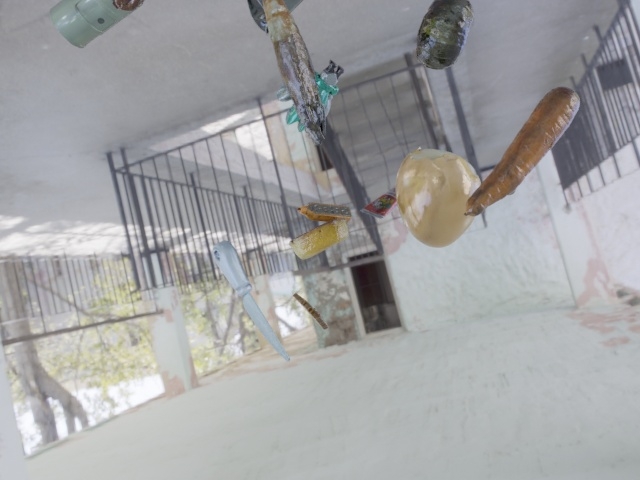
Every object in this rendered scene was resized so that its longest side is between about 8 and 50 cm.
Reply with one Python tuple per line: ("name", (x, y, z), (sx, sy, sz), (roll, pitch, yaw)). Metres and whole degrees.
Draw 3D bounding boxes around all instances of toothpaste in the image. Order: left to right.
("toothpaste", (0.235, -0.134, 1.735), (0.089, 0.057, 0.234), (24, -132, 38))

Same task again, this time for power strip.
("power strip", (0.013, -0.081, 1.546), (0.178, 0.049, 0.028), (4, 146, -28))

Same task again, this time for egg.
("egg", (0.281, -0.104, 1.297), (0.201, 0.244, 0.201), (1, -174, 0))

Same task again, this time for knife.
("knife", (-0.170, 0.152, 1.305), (0.044, 0.331, 0.080), (-29, 180, -36))

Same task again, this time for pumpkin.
("pumpkin", (0.301, -0.512, 1.280), (0.119, 0.183, 0.107), (22, 172, 6))

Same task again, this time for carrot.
("carrot", (0.296, -0.125, 0.794), (0.248, 0.059, 0.059), (-51, 175, -1))

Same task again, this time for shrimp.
("shrimp", (-0.061, -0.382, 1.188), (0.071, 0.365, 0.233), (-20, -175, -1))

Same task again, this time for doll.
("doll", (-0.017, -0.497, 1.872), (0.258, 0.195, 0.153), (-26, -147, 8))

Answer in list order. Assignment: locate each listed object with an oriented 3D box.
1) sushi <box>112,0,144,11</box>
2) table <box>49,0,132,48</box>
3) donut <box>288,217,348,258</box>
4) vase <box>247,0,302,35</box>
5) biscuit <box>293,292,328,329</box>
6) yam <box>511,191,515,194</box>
("sushi", (-0.335, -0.468, 0.983), (0.052, 0.055, 0.120), (27, 134, -26))
("table", (-0.613, -0.643, 1.474), (0.220, 0.126, 0.126), (-28, 172, 14))
("donut", (0.000, 0.000, 1.504), (0.162, 0.065, 0.178), (-17, 170, -47))
("vase", (-0.110, -0.858, 1.797), (0.301, 0.156, 0.251), (-38, 157, -1))
("biscuit", (-0.017, 0.133, 1.016), (0.016, 0.092, 0.082), (-41, 165, -7))
("yam", (0.566, -0.199, 1.591), (0.061, 0.061, 0.274), (-15, 163, 9))
